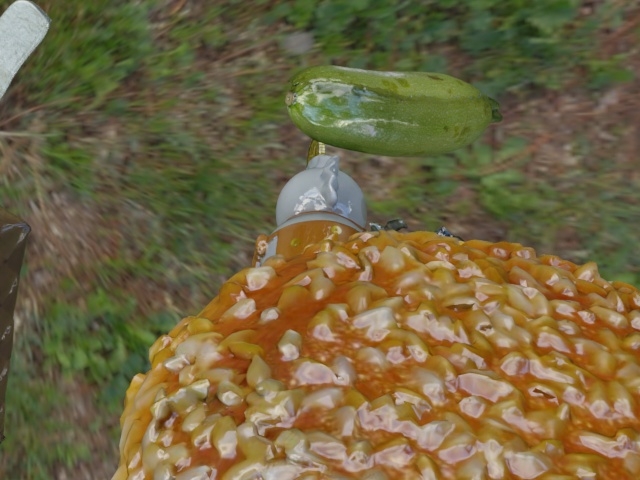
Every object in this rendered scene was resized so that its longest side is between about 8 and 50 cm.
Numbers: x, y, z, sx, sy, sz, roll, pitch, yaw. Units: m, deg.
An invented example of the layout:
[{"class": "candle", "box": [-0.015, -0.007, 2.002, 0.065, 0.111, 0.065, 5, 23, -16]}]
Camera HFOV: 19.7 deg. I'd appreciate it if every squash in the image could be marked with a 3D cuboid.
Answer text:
[{"class": "squash", "box": [0.095, -0.129, 1.871, 0.341, 0.094, 0.094, 0, 94, -48]}]

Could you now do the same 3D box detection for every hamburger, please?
[{"class": "hamburger", "box": [0.060, 0.157, 0.736, 0.330, 0.330, 0.250, 15, 119, -11]}]

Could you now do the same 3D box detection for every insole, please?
[{"class": "insole", "box": [-0.338, -0.178, 1.882, 0.063, 0.010, 0.192, 41, 127, -12]}]

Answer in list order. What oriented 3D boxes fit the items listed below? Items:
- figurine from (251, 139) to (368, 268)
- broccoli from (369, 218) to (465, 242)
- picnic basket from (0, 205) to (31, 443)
[{"class": "figurine", "box": [-0.009, 0.001, 1.969, 0.143, 0.143, 0.271, -11, 56, -9]}, {"class": "broccoli", "box": [0.087, 0.118, 1.533, 0.275, 0.199, 0.177, 47, 55, -39]}, {"class": "picnic basket", "box": [-0.425, 0.047, 1.568, 0.321, 0.254, 0.291, 29, 123, 27]}]
